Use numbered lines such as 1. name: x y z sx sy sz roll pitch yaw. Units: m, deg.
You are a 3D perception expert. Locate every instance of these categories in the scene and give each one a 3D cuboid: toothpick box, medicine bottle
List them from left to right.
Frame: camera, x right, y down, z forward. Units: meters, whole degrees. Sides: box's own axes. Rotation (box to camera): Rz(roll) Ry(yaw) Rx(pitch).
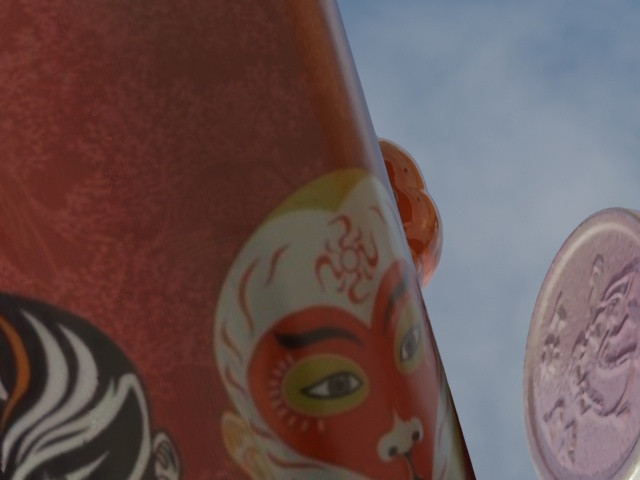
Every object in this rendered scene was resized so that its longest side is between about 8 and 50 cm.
1. toothpick box: -0.059 0.037 0.705 0.204 0.204 0.333 -19 -82 -27
2. medicine bottle: 0.326 0.100 1.244 0.325 0.212 0.212 9 -129 -18

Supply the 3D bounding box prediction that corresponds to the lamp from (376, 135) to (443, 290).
1. lamp: 0.000 0.000 1.460 0.188 0.164 0.187 6 -115 -13
